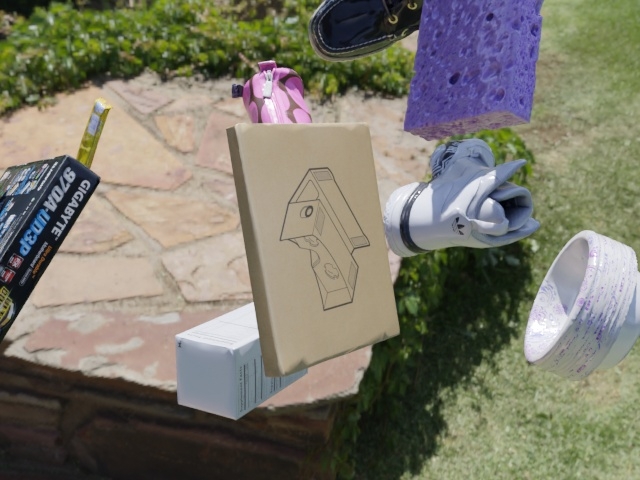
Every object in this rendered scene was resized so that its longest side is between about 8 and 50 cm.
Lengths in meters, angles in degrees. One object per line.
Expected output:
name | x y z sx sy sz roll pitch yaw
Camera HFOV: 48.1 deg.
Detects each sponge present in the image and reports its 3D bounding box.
sponge | 0.125 -0.188 0.562 0.031 0.210 0.117 14 -7 -29

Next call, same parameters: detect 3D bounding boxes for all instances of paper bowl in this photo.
paper bowl | 0.521 0.134 1.384 0.148 0.284 0.284 23 41 4

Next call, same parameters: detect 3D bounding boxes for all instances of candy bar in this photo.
candy bar | -0.395 -0.167 1.231 0.040 0.161 0.018 33 20 24

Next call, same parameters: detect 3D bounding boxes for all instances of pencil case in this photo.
pencil case | -0.039 -0.115 0.868 0.095 0.098 0.209 -12 59 -12

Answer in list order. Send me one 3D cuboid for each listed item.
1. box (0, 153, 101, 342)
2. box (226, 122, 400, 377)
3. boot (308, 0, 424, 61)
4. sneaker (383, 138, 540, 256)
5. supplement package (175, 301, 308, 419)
box | -0.356 0.010 0.803 0.175 0.051 0.220 -1 57 46
box | 0.000 0.000 0.614 0.021 0.201 0.164 -7 2 42
boot | 0.165 -0.417 1.168 0.377 0.138 0.284 -21 8 -3
sneaker | 0.273 -0.082 1.207 0.210 0.137 0.366 -2 24 37
supplement package | -0.142 0.217 1.345 0.139 0.134 0.244 7 14 30
